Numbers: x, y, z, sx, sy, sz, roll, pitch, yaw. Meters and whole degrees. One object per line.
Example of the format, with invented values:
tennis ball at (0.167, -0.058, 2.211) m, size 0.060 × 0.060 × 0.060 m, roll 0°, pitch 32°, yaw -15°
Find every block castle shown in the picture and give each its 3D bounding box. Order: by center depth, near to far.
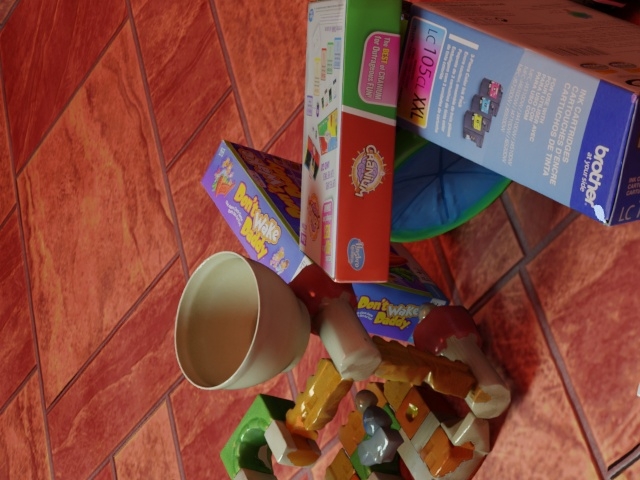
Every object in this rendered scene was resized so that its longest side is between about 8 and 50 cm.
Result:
block castle at (0.007, 0.261, 1.865) m, size 0.453 × 0.303 × 0.213 m, roll -58°, pitch 36°, yaw 20°

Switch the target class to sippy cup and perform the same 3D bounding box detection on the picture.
sippy cup at (0.115, -0.155, 1.898) m, size 0.305 × 0.240 × 0.224 m, roll -57°, pitch 50°, yaw 38°

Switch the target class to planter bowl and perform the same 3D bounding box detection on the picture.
planter bowl at (-0.081, 0.101, 1.699) m, size 0.162 × 0.109 × 0.162 m, roll -18°, pitch 66°, yaw 46°

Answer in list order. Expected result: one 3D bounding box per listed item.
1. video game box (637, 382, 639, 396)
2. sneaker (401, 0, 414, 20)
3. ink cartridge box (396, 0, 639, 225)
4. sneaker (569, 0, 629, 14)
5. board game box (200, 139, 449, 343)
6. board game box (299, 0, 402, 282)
video game box at (0.415, 0.084, 1.443) m, size 0.048 × 0.205 × 0.187 m, roll 7°, pitch 84°, yaw 51°
sneaker at (0.138, -0.260, 2.083) m, size 0.087 × 0.083 × 0.221 m, roll -48°, pitch 40°, yaw 40°
ink cartridge box at (0.307, -0.142, 1.567) m, size 0.395 × 0.270 × 0.151 m, roll 29°, pitch 119°, yaw 43°
sneaker at (0.322, -0.272, 1.813) m, size 0.295 × 0.104 × 0.147 m, roll -5°, pitch 76°, yaw 58°
board game box at (0.000, 0.000, 2.037) m, size 0.078 × 0.233 × 0.347 m, roll -61°, pitch 37°, yaw 20°
board game box at (0.030, -0.125, 1.694) m, size 0.242 × 0.064 × 0.317 m, roll -141°, pitch 53°, yaw -77°
